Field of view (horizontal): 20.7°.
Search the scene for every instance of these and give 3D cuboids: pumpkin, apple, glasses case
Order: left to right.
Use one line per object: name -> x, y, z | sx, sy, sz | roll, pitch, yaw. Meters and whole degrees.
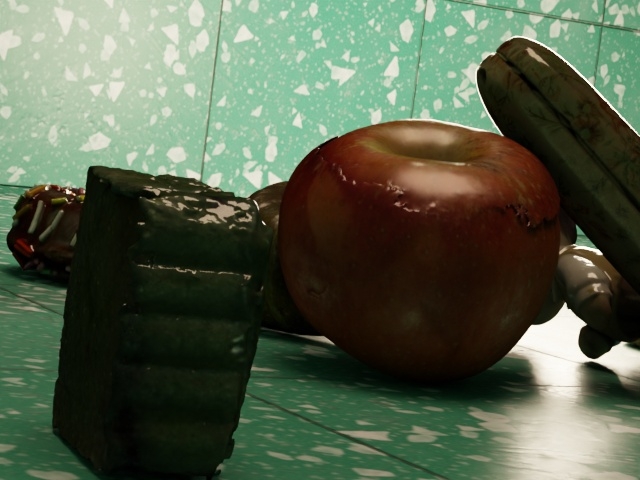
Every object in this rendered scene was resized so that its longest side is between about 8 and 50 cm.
pumpkin -> 0.000, 0.000, 1.764 | 0.219, 0.162, 0.219 | -5, 24, 2
apple -> 0.084, 0.007, 1.549 | 0.251, 0.206, 0.272 | 2, 21, -20
glasses case -> 0.301, -0.016, 1.624 | 0.425, 0.098, 0.156 | 49, 6, 4

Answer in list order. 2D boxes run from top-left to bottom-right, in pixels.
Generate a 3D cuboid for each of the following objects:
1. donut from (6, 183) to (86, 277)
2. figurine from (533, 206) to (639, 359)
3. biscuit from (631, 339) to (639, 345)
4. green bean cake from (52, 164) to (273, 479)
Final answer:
donut -> -0.229, -0.002, 2.004 | 0.269, 0.103, 0.270 | 7, 2, 0
figurine -> 0.232, 0.047, 1.854 | 0.365, 0.206, 0.218 | 37, 19, 34
biscuit -> 0.407, 0.118, 2.021 | 0.120, 0.015, 0.120 | 7, 4, 0
green bean cake -> -0.098, 0.047, 1.075 | 0.094, 0.173, 0.181 | 8, 3, -18
